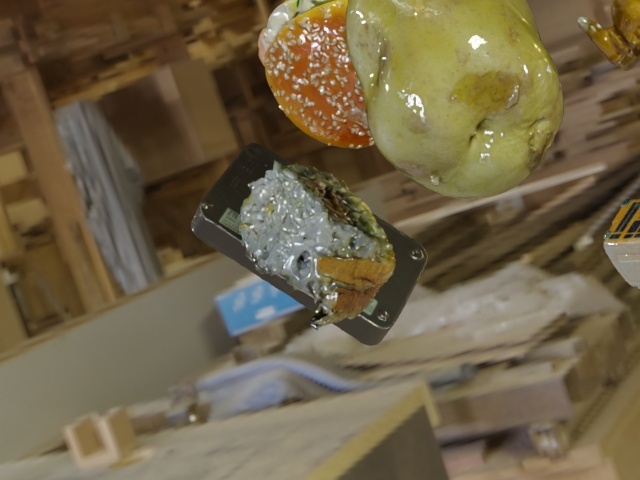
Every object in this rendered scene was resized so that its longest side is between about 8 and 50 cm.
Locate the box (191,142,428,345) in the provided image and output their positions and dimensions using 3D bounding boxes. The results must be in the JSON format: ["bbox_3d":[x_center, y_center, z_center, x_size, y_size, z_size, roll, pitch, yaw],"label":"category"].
[{"bbox_3d":[-0.013,0.001,1.949,0.211,0.350,0.058,-58,-1,-43],"label":"box"}]

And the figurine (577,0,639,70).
[{"bbox_3d":[0.554,-0.353,1.653,0.387,0.268,0.401,-43,-31,20],"label":"figurine"}]

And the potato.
[{"bbox_3d":[0.137,-0.214,1.347,0.218,0.351,0.202,-9,-16,-25],"label":"potato"}]

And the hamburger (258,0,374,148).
[{"bbox_3d":[0.030,-0.226,1.607,0.237,0.237,0.147,-14,15,37],"label":"hamburger"}]

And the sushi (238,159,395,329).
[{"bbox_3d":[0.000,0.000,1.718,0.184,0.139,0.274,21,20,-37],"label":"sushi"}]

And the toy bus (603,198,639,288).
[{"bbox_3d":[0.431,0.002,1.484,0.182,0.091,0.103,-3,42,54],"label":"toy bus"}]
